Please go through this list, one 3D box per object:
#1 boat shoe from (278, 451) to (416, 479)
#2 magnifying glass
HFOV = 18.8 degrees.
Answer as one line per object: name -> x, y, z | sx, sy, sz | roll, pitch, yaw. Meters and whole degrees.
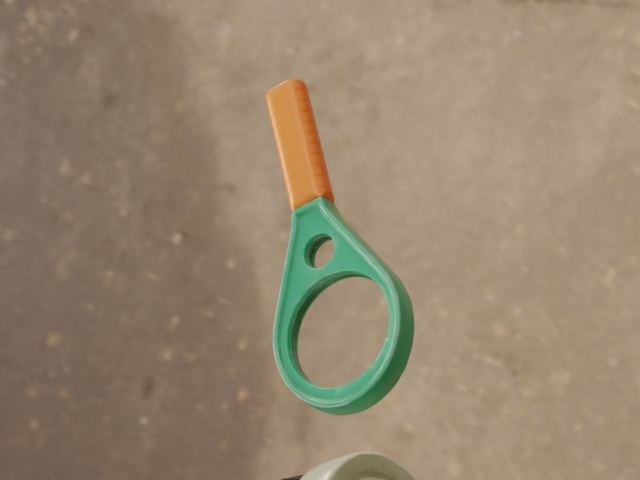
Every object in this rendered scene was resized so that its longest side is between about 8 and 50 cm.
boat shoe -> 0.042, 0.248, 0.809 | 0.113, 0.340, 0.127 | -18, 21, 35
magnifying glass -> 0.000, 0.000, 1.196 | 0.092, 0.026, 0.231 | -28, 55, 24
